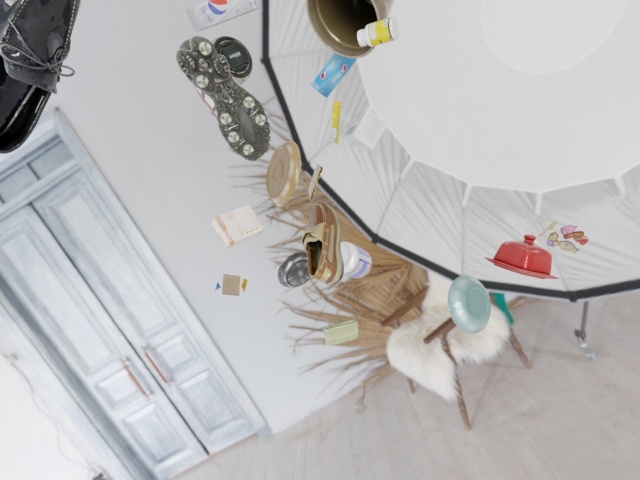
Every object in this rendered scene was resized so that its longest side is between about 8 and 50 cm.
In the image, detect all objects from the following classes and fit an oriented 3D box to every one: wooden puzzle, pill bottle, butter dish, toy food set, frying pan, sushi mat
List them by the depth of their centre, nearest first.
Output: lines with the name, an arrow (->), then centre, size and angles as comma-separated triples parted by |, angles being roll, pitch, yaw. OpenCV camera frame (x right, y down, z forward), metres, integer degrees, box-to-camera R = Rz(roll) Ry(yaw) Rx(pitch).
toy food set -> 0.599, -0.005, 0.984 | 0.019, 0.122, 0.078 | -86, 19, -46
butter dish -> 0.604, 0.039, 1.199 | 0.160, 0.118, 0.160 | 12, 6, -23
pill bottle -> 0.173, -0.629, 1.231 | 0.116, 0.065, 0.065 | -1, 23, 31
wooden puzzle -> -0.307, 0.154, 1.395 | 0.116, 0.078, 0.014 | 21, -28, -37
sushi mat -> -0.025, -0.271, 1.844 | 0.316, 0.019, 0.151 | -104, 33, -76
pill bottle -> 0.130, 0.090, 1.930 | 0.152, 0.152, 0.272 | -28, -24, 19
frying pan -> -0.052, 0.124, 1.932 | 0.326, 0.197, 0.053 | -19, 36, -24

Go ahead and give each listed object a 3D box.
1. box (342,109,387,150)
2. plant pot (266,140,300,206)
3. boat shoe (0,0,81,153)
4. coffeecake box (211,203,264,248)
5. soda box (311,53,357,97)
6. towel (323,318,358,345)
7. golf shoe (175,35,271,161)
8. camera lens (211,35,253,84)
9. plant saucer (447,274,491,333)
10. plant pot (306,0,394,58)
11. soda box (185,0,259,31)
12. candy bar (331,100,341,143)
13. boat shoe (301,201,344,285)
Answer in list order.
box -> 0.145, -0.360, 1.336 | 0.102, 0.087, 0.101 | -60, 21, -1
plant pot -> -0.140, -0.238, 1.435 | 0.032, 0.236, 0.236 | 7, -15, -31
boat shoe -> -0.703, -0.428, 0.973 | 0.500, 0.156, 0.187 | -55, -14, 8
coffeecake box -> -0.376, -0.065, 1.849 | 0.185, 0.142, 0.068 | -26, -13, -32
soda box -> 0.058, -0.740, 1.782 | 0.210, 0.067, 0.071 | -47, -28, 19
towel -> 0.088, 0.390, 1.711 | 0.148, 0.110, 0.027 | -13, 34, -7
golf shoe -> -0.198, -0.302, 0.875 | 0.105, 0.273, 0.120 | -33, 29, -4
camera lens -> -0.471, -0.824, 1.957 | 0.219, 0.219, 0.274 | -36, 13, -37
plant saucer -> 0.505, 0.208, 1.340 | 0.195, 0.195, 0.037 | -35, 5, -29
plant pot -> 0.155, -0.925, 1.560 | 0.280, 0.323, 0.323 | -53, 16, -23
soda box -> -0.407, -0.966, 1.693 | 0.286, 0.091, 0.098 | -15, 28, 10
candy bar -> 0.059, -0.450, 1.559 | 0.040, 0.161, 0.018 | 19, 28, 35
boat shoe -> 0.000, 0.000, 1.435 | 0.120, 0.324, 0.122 | 16, -39, -37
